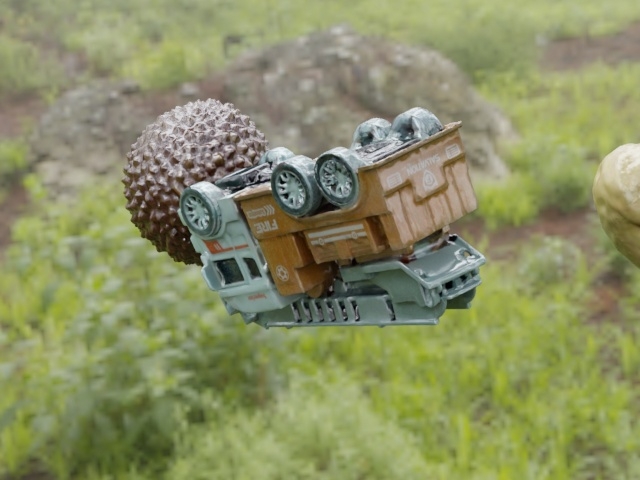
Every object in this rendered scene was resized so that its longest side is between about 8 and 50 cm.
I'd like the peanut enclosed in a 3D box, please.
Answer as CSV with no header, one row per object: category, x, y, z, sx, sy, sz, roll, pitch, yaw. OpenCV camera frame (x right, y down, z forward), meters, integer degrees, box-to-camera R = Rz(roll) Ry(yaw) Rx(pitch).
peanut,0.400,-0.012,1.706,0.148,0.147,0.319,0,-24,44

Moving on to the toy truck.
toy truck,0.000,0.000,1.474,0.133,0.184,0.338,-27,10,-41

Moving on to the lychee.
lychee,-0.130,-0.058,1.672,0.188,0.188,0.188,-6,7,1
